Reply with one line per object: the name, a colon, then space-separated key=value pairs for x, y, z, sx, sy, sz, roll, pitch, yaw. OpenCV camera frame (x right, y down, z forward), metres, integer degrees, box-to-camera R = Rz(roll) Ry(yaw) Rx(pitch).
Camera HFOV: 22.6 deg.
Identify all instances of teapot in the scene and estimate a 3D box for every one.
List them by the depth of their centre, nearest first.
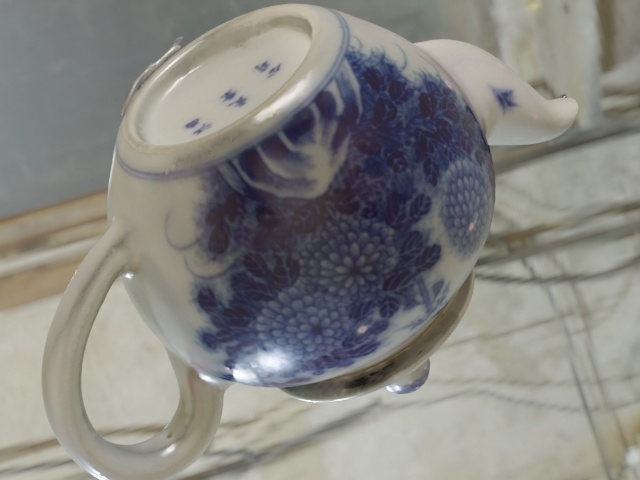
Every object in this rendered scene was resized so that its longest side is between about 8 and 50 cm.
teapot: x=0.000 y=0.000 z=1.048 sx=0.252 sy=0.424 sz=0.280 roll=30 pitch=156 yaw=55
